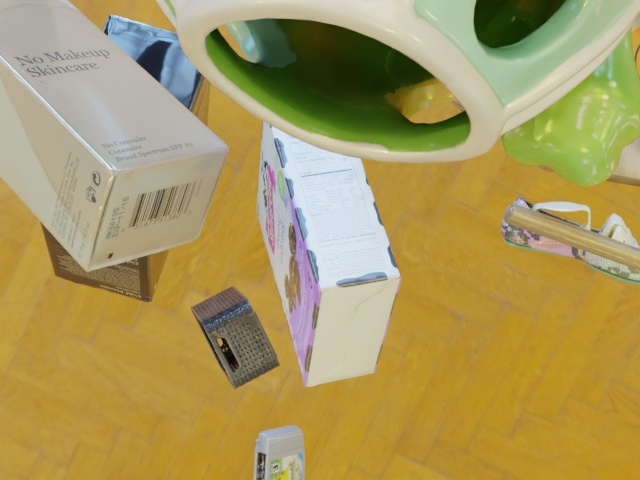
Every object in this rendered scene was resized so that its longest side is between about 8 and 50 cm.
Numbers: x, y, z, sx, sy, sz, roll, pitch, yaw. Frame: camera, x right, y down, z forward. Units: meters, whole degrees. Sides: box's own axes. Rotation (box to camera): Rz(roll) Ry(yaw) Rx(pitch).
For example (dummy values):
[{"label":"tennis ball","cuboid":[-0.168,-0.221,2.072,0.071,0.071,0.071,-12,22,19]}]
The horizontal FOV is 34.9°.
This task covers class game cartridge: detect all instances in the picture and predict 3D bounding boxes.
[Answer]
[{"label":"game cartridge","cuboid":[-0.034,0.197,0.841,0.017,0.056,0.083,4,92,31]}]

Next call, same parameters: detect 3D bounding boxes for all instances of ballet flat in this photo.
[{"label":"ballet flat","cuboid":[0.351,-0.006,1.348,0.221,0.077,0.079,17,116,-3]}]

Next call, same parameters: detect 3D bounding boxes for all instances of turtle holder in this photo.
[{"label":"turtle holder","cuboid":[0.041,-0.150,0.460,0.243,0.320,0.227,10,74,13]}]

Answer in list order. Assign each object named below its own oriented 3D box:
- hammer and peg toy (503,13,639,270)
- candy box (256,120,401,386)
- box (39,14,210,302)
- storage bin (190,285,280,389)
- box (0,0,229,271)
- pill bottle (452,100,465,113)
[{"label":"hammer and peg toy","cuboid":[0.338,-0.126,1.045,0.266,0.127,0.361,9,75,-17]},{"label":"candy box","cuboid":[0.000,0.000,0.884,0.070,0.165,0.196,-9,56,-12]},{"label":"box","cuboid":[-0.309,-0.122,1.656,0.179,0.312,0.343,16,65,0]},{"label":"storage bin","cuboid":[-0.141,0.154,1.658,0.084,0.180,0.122,-27,102,-11]},{"label":"box","cuboid":[-0.252,-0.122,1.016,0.311,0.148,0.121,42,128,25]},{"label":"pill bottle","cuboid":[0.144,-0.150,0.902,0.078,0.137,0.078,-6,74,21]}]
